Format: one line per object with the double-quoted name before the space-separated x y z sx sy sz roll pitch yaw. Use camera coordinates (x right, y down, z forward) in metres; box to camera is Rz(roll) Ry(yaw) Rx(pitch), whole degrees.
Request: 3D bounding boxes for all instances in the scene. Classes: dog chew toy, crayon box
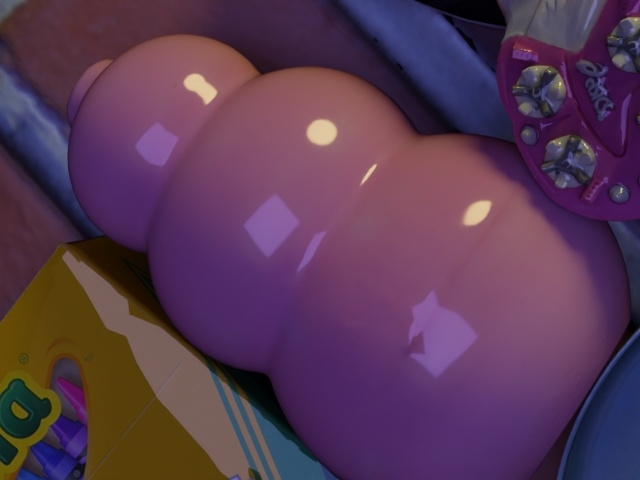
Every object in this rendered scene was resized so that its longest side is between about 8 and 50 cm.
"dog chew toy" 0.000 0.000 0.701 0.331 0.206 0.207 32 101 12
"crayon box" -0.133 0.231 0.789 0.313 0.106 0.363 39 100 2

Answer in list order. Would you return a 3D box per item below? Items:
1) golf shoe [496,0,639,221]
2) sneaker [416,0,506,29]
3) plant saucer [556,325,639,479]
"golf shoe" 0.137 -0.161 0.649 0.115 0.140 0.306 -13 87 33
"sneaker" 0.058 -0.169 0.707 0.234 0.097 0.084 13 105 4
"plant saucer" 0.282 0.143 0.714 0.317 0.044 0.318 -1 104 -5
